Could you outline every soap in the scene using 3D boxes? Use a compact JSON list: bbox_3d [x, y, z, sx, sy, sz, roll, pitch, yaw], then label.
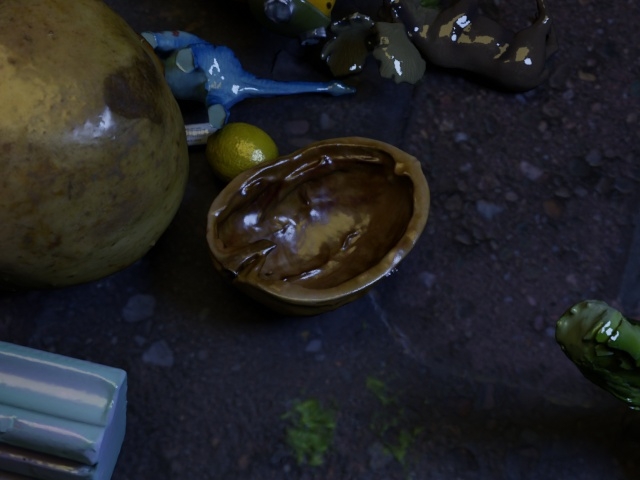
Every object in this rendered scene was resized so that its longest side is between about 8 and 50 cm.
[{"bbox_3d":[-0.279,0.145,1.173,0.230,0.145,0.091,14,49,2],"label":"soap"}]

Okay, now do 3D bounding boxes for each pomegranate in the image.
[{"bbox_3d":[-0.245,-0.088,1.240,0.281,0.281,0.281,1,58,-1],"label":"pomegranate"}]

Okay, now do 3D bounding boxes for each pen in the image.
[{"bbox_3d":[-0.193,-0.092,1.388,0.204,0.025,0.025,-6,58,-4],"label":"pen"}]

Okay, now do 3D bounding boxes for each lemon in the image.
[{"bbox_3d":[-0.071,-0.078,1.358,0.083,0.062,0.062,30,62,16],"label":"lemon"}]

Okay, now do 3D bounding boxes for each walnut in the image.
[{"bbox_3d":[0.002,0.001,1.296,0.211,0.087,0.167,-27,56,-19],"label":"walnut"}]

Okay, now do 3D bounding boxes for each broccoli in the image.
[{"bbox_3d":[0.323,0.103,1.121,0.198,0.275,0.177,-29,42,18],"label":"broccoli"}]

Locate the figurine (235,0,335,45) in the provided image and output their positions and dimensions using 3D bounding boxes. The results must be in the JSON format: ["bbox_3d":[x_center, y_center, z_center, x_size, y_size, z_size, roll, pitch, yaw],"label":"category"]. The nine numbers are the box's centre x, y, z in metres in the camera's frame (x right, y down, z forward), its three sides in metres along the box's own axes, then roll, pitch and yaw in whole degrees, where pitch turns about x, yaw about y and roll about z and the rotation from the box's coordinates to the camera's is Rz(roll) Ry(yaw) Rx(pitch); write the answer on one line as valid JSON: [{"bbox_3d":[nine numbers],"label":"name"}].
[{"bbox_3d":[-0.064,-0.255,1.426,0.250,0.166,0.141,-4,66,30],"label":"figurine"}]

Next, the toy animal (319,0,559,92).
[{"bbox_3d":[0.125,-0.203,1.425,0.214,0.094,0.186,26,69,5],"label":"toy animal"}]

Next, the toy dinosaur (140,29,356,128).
[{"bbox_3d":[-0.134,-0.164,1.386,0.329,0.076,0.144,9,16,6],"label":"toy dinosaur"}]
